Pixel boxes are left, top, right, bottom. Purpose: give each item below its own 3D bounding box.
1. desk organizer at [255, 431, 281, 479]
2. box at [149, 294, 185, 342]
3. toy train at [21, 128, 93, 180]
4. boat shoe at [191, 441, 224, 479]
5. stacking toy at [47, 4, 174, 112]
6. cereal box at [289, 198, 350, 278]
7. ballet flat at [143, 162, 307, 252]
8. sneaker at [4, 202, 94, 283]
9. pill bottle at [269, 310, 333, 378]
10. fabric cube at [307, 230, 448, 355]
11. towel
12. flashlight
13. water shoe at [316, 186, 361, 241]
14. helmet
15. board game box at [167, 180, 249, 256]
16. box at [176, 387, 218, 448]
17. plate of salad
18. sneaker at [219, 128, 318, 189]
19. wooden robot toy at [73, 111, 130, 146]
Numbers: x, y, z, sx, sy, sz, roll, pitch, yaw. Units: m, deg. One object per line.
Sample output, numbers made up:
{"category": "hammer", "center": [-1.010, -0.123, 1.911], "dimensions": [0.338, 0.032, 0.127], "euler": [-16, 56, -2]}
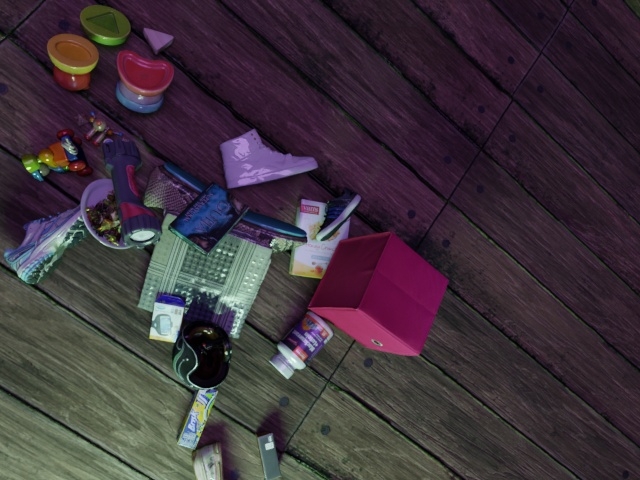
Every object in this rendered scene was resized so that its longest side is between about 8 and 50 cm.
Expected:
{"category": "desk organizer", "center": [-0.157, 0.635, 1.438], "dimensions": [0.047, 0.050, 0.130], "euler": [-11, 90, -19]}
{"category": "box", "center": [-0.428, 0.219, 1.356], "dimensions": [0.081, 0.028, 0.136], "euler": [12, 112, -9]}
{"category": "toy train", "center": [-0.685, -0.215, 1.226], "dimensions": [0.144, 0.248, 0.105], "euler": [-21, 93, -14]}
{"category": "boat shoe", "center": [-0.284, 0.719, 1.363], "dimensions": [0.089, 0.104, 0.285], "euler": [-17, 91, -16]}
{"category": "stacking toy", "center": [-0.579, -0.504, 1.381], "dimensions": [0.309, 0.130, 0.279], "euler": [18, 55, -19]}
{"category": "cereal box", "center": [0.000, 0.000, 1.536], "dimensions": [0.173, 0.047, 0.240], "euler": [9, 83, -18]}
{"category": "ballet flat", "center": [-0.283, -0.047, 1.410], "dimensions": [0.483, 0.164, 0.182], "euler": [26, 101, -10]}
{"category": "sneaker", "center": [-0.709, -0.029, 1.279], "dimensions": [0.122, 0.110, 0.283], "euler": [37, 70, 1]}
{"category": "pill bottle", "center": [-0.061, 0.318, 1.462], "dimensions": [0.108, 0.108, 0.193], "euler": [46, 74, -10]}
{"category": "fabric cube", "center": [0.170, 0.159, 1.433], "dimensions": [0.258, 0.254, 0.259], "euler": [38, 66, -25]}
{"category": "towel", "center": [-0.321, 0.098, 1.359], "dimensions": [0.312, 0.056, 0.324], "euler": [20, 110, -11]}
{"category": "flashlight", "center": [-0.498, -0.131, 1.291], "dimensions": [0.103, 0.103, 0.304], "euler": [-19, 65, -1]}
{"category": "water shoe", "center": [0.041, -0.081, 1.506], "dimensions": [0.080, 0.073, 0.203], "euler": [40, 68, 11]}
{"category": "helmet", "center": [-0.331, 0.325, 1.345], "dimensions": [0.170, 0.169, 0.161], "euler": [7, 119, -18]}
{"category": "board game box", "center": [-0.292, -0.059, 1.278], "dimensions": [0.126, 0.026, 0.186], "euler": [35, 56, -1]}
{"category": "box", "center": [-0.352, 0.496, 1.380], "dimensions": [0.054, 0.059, 0.168], "euler": [25, 79, -17]}
{"category": "plate of salad", "center": [-0.549, -0.075, 1.309], "dimensions": [0.200, 0.048, 0.199], "euler": [35, 47, -48]}
{"category": "sneaker", "center": [-0.157, -0.264, 1.474], "dimensions": [0.293, 0.108, 0.169], "euler": [-13, 93, -17]}
{"category": "wooden robot toy", "center": [-0.609, -0.303, 1.343], "dimensions": [0.173, 0.079, 0.076], "euler": [37, 76, -12]}
